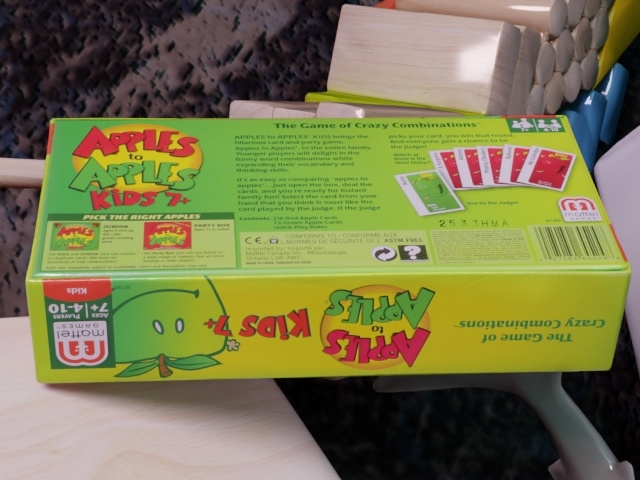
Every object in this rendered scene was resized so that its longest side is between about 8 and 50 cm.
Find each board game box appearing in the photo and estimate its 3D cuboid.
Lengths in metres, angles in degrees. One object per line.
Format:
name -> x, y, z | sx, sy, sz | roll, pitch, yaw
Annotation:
board game box -> 0.000, 0.000, 0.450 | 0.181, 0.043, 0.092 | -1, 36, -5

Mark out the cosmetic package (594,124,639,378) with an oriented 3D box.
cosmetic package -> 0.370, 0.087, 0.561 | 0.329, 0.327, 0.393 | 6, 63, -29

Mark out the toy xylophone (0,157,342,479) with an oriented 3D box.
toy xylophone -> -0.111, 0.072, 0.439 | 0.323, 0.081, 0.236 | 8, 41, -46

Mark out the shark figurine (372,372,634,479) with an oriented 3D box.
shark figurine -> 0.119, 0.155, 0.523 | 0.166, 0.116, 0.278 | 4, 83, -29

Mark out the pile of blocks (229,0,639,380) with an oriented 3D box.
pile of blocks -> 0.057, -0.062, 0.658 | 0.113, 0.149, 0.362 | 13, 36, 32
